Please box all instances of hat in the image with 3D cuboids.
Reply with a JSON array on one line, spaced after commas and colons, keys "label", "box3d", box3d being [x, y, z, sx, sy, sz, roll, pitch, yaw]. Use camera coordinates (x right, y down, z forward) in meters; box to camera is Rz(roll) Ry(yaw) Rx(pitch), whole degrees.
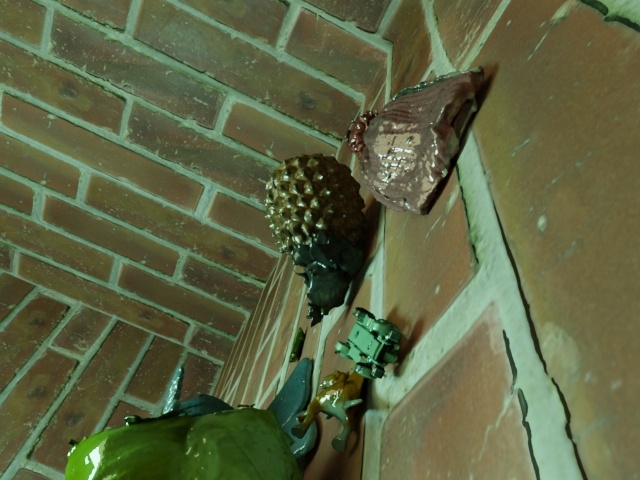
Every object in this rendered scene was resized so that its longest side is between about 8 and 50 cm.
[{"label": "hat", "box3d": [0.138, -0.165, 0.860, 0.286, 0.107, 0.236, 19, 84, 58]}]

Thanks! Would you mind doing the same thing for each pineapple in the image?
[{"label": "pineapple", "box3d": [0.002, -0.001, 1.025, 0.357, 0.223, 0.223, -101, 32, -44]}]

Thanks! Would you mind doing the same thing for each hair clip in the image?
[{"label": "hair clip", "box3d": [-0.177, 0.367, 0.879, 0.392, 0.239, 0.318, -65, 10, -5]}]

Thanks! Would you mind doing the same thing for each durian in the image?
[{"label": "durian", "box3d": [-0.143, 0.312, 0.578, 0.256, 0.204, 0.339, -31, 49, -1]}]

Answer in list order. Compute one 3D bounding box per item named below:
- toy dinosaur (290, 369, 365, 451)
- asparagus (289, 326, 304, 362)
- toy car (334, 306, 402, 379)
[{"label": "toy dinosaur", "box3d": [0.036, 0.207, 0.683, 0.212, 0.057, 0.142, -39, 5, 46]}, {"label": "asparagus", "box3d": [-0.052, 0.241, 1.202, 0.025, 0.021, 0.108, -54, 13, 37]}, {"label": "toy car", "box3d": [0.064, 0.131, 0.657, 0.073, 0.054, 0.143, -64, 9, -5]}]
